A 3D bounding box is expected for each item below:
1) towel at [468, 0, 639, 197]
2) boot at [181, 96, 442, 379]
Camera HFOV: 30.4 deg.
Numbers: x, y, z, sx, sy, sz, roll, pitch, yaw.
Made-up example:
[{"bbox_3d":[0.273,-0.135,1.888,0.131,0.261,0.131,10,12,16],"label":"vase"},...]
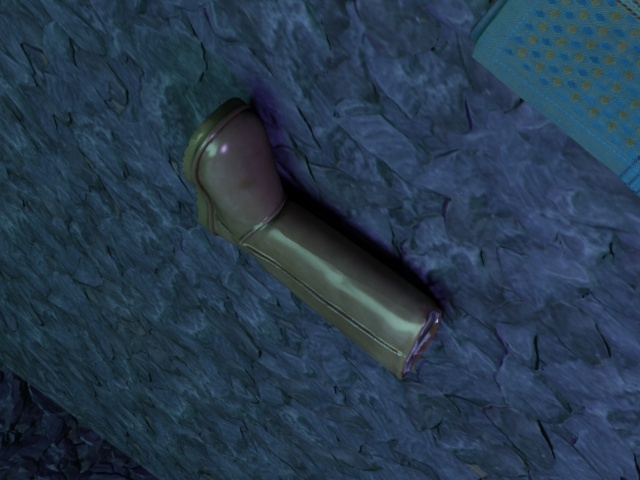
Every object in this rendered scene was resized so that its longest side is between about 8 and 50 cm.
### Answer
[{"bbox_3d":[0.256,-0.122,0.639,0.271,0.040,0.370,42,152,3],"label":"towel"},{"bbox_3d":[0.000,0.000,1.138,0.269,0.089,0.236,38,164,14],"label":"boot"}]
